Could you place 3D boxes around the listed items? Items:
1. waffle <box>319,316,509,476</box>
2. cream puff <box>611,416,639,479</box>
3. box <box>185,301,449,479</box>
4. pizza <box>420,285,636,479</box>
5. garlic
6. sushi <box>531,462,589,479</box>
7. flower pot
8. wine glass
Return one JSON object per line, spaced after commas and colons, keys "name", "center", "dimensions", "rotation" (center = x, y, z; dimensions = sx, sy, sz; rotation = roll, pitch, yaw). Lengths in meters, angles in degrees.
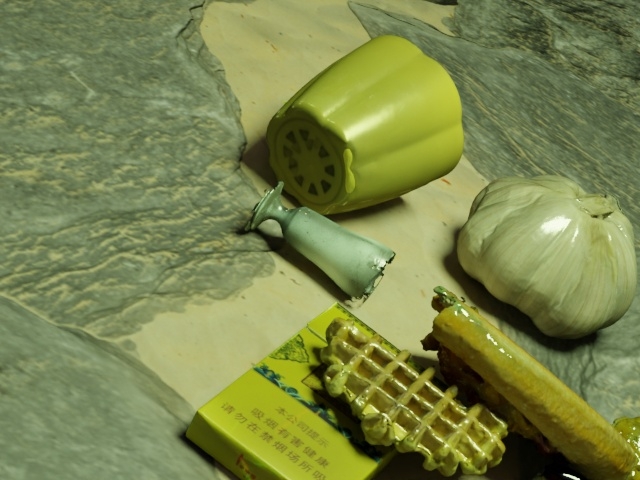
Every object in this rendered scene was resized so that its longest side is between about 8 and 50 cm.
{"name": "waffle", "center": [0.090, 0.153, 1.496], "dimensions": [0.192, 0.046, 0.160], "rotation": [17, 34, -22]}
{"name": "cream puff", "center": [0.325, 0.228, 1.646], "dimensions": [0.083, 0.083, 0.058], "rotation": [37, -14, 35]}
{"name": "box", "center": [0.005, 0.163, 1.497], "dimensions": [0.153, 0.041, 0.279], "rotation": [35, 32, 13]}
{"name": "pizza", "center": [0.187, 0.145, 1.601], "dimensions": [0.289, 0.081, 0.229], "rotation": [39, 2, -24]}
{"name": "garlic", "center": [0.276, 0.007, 1.841], "dimensions": [0.228, 0.152, 0.228], "rotation": [17, 37, -13]}
{"name": "sushi", "center": [0.252, 0.250, 1.557], "dimensions": [0.083, 0.046, 0.044], "rotation": [33, 30, 8]}
{"name": "flower pot", "center": [0.042, -0.121, 1.829], "dimensions": [0.195, 0.195, 0.179], "rotation": [41, 46, 20]}
{"name": "wine glass", "center": [0.000, 0.000, 1.708], "dimensions": [0.155, 0.072, 0.072], "rotation": [33, 31, 7]}
